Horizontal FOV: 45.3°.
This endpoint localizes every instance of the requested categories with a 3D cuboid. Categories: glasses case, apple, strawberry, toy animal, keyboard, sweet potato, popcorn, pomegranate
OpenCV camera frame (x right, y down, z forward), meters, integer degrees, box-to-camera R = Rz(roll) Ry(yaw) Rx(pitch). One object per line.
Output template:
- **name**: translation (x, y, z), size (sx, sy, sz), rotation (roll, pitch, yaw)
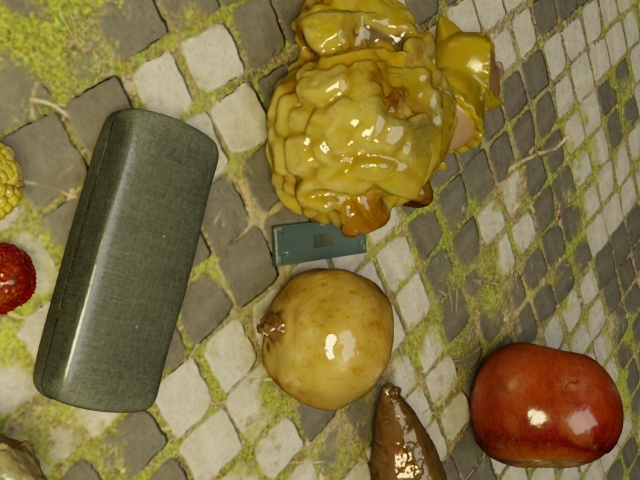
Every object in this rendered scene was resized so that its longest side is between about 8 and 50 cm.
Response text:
- **glasses case**: translation (-0.206, 0.022, 0.831), size (0.131, 0.074, 0.323), rotation (20, 80, -43)
- **apple**: translation (0.387, 0.284, 1.322), size (0.272, 0.252, 0.206), rotation (15, 68, -28)
- **strawberry**: translation (-0.305, 0.040, 0.734), size (0.073, 0.083, 0.073), rotation (-9, 105, -36)
- **toy animal**: translation (0.199, -0.218, 1.168), size (0.156, 0.156, 0.229), rotation (49, 51, -36)
- **keyboard**: translation (0.001, 0.000, 1.073), size (0.176, 0.014, 0.055), rotation (-8, 99, -44)
- **sweet potato**: translation (0.133, 0.368, 1.167), size (0.131, 0.131, 0.336), rotation (-36, 117, -36)
- **popcorn**: translation (0.060, -0.168, 0.981), size (0.265, 0.225, 0.332), rotation (3, 81, -40)
- **pomegranate**: translation (0.003, 0.122, 0.985), size (0.196, 0.196, 0.196), rotation (-6, 98, -44)

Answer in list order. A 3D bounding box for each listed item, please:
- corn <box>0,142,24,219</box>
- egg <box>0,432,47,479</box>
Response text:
- **corn**: translation (-0.372, -0.014, 0.662), size (0.248, 0.081, 0.081), rotation (-35, 117, -38)
- **egg**: translation (-0.336, 0.267, 0.652), size (0.233, 0.195, 0.195), rotation (-46, 125, -13)
